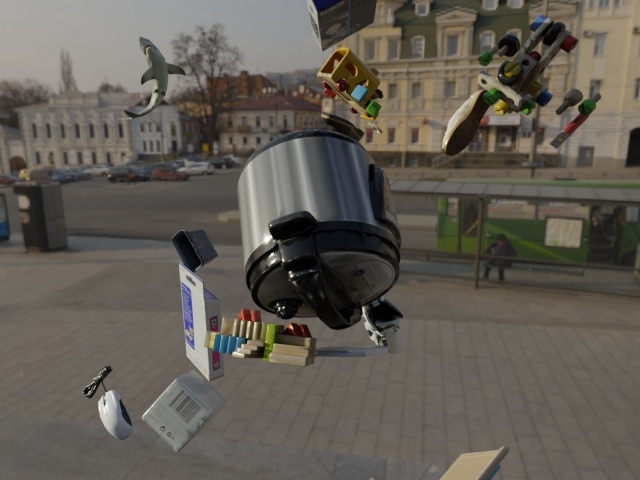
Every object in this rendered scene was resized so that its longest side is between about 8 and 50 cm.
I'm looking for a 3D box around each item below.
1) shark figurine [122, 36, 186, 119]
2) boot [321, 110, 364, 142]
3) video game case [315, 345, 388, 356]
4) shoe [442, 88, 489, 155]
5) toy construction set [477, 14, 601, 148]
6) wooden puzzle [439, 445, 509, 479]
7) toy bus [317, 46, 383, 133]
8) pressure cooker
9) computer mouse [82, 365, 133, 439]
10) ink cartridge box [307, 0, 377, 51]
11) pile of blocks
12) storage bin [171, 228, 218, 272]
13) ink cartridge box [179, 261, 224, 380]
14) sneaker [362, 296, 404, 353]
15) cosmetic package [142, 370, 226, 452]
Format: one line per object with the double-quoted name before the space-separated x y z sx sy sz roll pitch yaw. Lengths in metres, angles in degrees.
"shark figurine" -0.567 -0.523 1.679 0.166 0.278 0.116 10 17 -33
"boot" 0.049 -0.293 1.482 0.077 0.137 0.198 34 11 37
"video game case" 0.066 0.288 1.284 0.173 0.022 0.190 -5 -11 24
"shoe" 0.417 -0.339 1.435 0.076 0.219 0.058 36 -2 -30
"toy construction set" 0.515 -0.359 1.237 0.237 0.309 0.257 -43 4 -13
"wooden puzzle" 0.351 0.609 1.233 0.221 0.044 0.239 -32 -16 -30
"toy bus" 0.095 -0.378 1.212 0.191 0.104 0.202 38 4 14
"pressure cooker" -0.005 0.003 1.180 0.369 0.420 0.375 9 -37 -27
"computer mouse" -0.557 0.436 1.307 0.193 0.106 0.042 50 7 22
"ink cartridge box" 0.053 -0.569 1.183 0.165 0.065 0.332 -28 0 5
"pile of blocks" -0.166 0.226 1.214 0.362 0.113 0.149 0 -11 34
"storage bin" -0.394 0.023 1.588 0.098 0.135 0.091 -35 -7 36
"ink cartridge box" -0.389 0.259 1.619 0.069 0.371 0.175 -18 29 -35
"sneaker" 0.180 0.236 1.358 0.094 0.235 0.153 -23 16 -5
"cosmetic package" -0.406 0.510 1.502 0.151 0.151 0.184 41 -4 7
